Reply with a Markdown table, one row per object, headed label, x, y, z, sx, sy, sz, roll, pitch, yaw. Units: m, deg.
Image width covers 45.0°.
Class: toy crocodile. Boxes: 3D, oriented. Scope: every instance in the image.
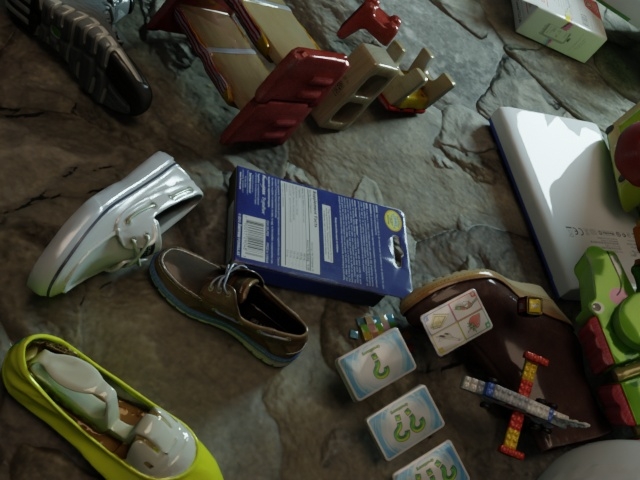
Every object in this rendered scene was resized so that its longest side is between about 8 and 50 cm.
| label | x | y | z | sx | sy | sz | roll | pitch | yaw |
| --- | --- | --- | --- | --- | --- | --- | --- | --- | --- |
| toy crocodile | 0.363 | 0.169 | 0.882 | 0.105 | 0.115 | 0.340 | -16 | 72 | -3 |

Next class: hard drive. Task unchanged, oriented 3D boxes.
| label | x | y | z | sx | sy | sz | roll | pitch | yaw |
| --- | --- | --- | --- | --- | --- | --- | --- | --- | --- |
| hard drive | 0.389 | -0.054 | 1.161 | 0.210 | 0.040 | 0.318 | 5 | 56 | -27 |

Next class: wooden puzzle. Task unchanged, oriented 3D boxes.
| label | x | y | z | sx | sy | sz | roll | pitch | yaw |
| --- | --- | --- | --- | --- | --- | --- | --- | --- | --- |
| wooden puzzle | 0.070 | 0.109 | 0.888 | 0.083 | 0.006 | 0.049 | -2 | 59 | -30 |

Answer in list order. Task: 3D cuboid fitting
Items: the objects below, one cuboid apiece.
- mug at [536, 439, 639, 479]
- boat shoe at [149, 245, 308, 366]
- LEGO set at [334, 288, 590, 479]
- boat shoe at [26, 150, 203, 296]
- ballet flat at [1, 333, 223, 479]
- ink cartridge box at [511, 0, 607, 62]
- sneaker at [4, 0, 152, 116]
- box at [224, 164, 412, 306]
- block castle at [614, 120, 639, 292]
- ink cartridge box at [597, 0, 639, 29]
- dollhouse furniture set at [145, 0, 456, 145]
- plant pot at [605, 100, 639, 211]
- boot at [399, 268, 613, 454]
| label | x | y | z | sx | sy | sz | roll | pitch | yaw |
| --- | --- | --- | --- | --- | --- | --- | --- | --- | --- |
| mug | 0.225 | 0.346 | 0.658 | 0.374 | 0.276 | 0.328 | 6 | 43 | 13 |
| boat shoe | -0.089 | 0.055 | 0.797 | 0.183 | 0.066 | 0.066 | 32 | 48 | -5 |
| LEGO set | 0.162 | 0.151 | 0.809 | 0.244 | 0.060 | 0.182 | -25 | 87 | -21 |
| boat shoe | -0.193 | -0.013 | 0.777 | 0.076 | 0.083 | 0.226 | 36 | 47 | -1 |
| ballet flat | -0.175 | 0.158 | 0.669 | 0.231 | 0.077 | 0.077 | 36 | 47 | -2 |
| ink cartridge box | 0.421 | -0.420 | 1.425 | 0.198 | 0.067 | 0.115 | 19 | 50 | -18 |
| sneaker | -0.252 | -0.252 | 0.919 | 0.229 | 0.086 | 0.132 | 44 | 46 | 7 |
| box | 0.000 | 0.000 | 0.907 | 0.225 | 0.036 | 0.136 | 13 | 53 | -21 |
| block castle | 0.544 | 0.052 | 0.919 | 0.303 | 0.213 | 0.453 | -13 | 93 | -2 |
| ink cartridge box | 0.687 | -0.433 | 1.478 | 0.278 | 0.117 | 0.201 | 6 | 36 | -41 |
| dollhouse furniture set | -0.011 | -0.245 | 1.033 | 0.374 | 0.152 | 0.201 | -7 | 60 | -52 |
| plant pot | 0.570 | -0.123 | 1.160 | 0.207 | 0.228 | 0.227 | 31 | 41 | -16 |
| boot | 0.220 | 0.141 | 0.890 | 0.249 | 0.090 | 0.206 | 4 | 54 | -33 |
